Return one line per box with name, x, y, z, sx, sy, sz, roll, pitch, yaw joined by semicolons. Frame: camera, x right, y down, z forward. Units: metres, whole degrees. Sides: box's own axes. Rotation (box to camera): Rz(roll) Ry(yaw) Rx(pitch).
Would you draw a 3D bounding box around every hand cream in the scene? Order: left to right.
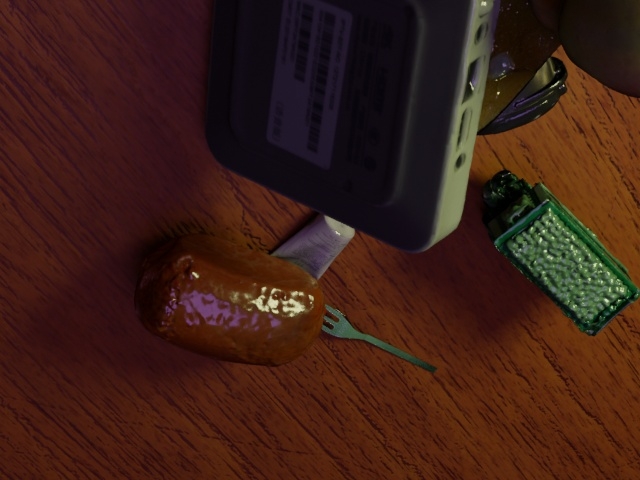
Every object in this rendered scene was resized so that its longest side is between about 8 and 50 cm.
hand cream;0.000;0.000;1.865;0.084;0.053;0.142;30;126;-24

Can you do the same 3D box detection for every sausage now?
sausage;-0.121;0.086;1.822;0.268;0.153;0.141;16;116;-20

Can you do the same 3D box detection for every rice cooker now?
rice cooker;0.238;-0.204;1.748;0.165;0.112;0.106;-30;116;9

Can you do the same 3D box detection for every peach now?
peach;0.363;-0.292;1.466;0.247;0.292;0.292;-34;121;6

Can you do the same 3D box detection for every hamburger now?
hamburger;0.182;-0.283;1.631;0.288;0.168;0.192;-48;122;0

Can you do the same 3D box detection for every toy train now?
toy train;0.326;0.014;1.869;0.115;0.154;0.269;-40;120;15

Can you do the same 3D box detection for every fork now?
fork;0.084;0.152;1.979;0.235;0.021;0.039;28;114;-24

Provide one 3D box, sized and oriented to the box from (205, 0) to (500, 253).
box;0.023;-0.204;1.583;0.090;0.373;0.367;-28;134;-45
